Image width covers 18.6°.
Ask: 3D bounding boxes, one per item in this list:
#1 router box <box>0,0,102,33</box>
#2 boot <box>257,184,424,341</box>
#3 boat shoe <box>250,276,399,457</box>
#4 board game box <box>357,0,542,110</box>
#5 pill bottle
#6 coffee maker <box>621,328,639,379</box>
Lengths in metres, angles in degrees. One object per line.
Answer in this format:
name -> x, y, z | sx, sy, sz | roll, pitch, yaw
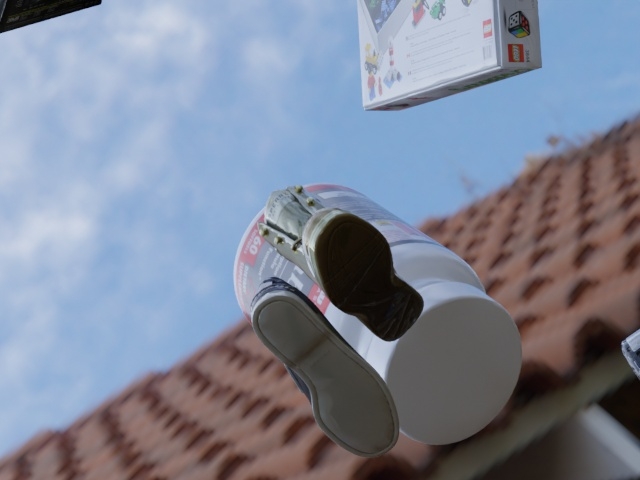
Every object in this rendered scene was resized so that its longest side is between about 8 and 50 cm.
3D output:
router box -> -0.229, -0.232, 1.648 | 0.122, 0.038, 0.092 | -24, -28, -43
boot -> 0.000, 0.000, 1.841 | 0.077, 0.165, 0.213 | -46, -34, -3
boat shoe -> 0.006, 0.114, 1.806 | 0.075, 0.065, 0.206 | -34, -65, 9
board game box -> 0.124, -0.247, 1.997 | 0.053, 0.193, 0.305 | -1, -3, -24
pill bottle -> 0.063, 0.080, 2.199 | 0.210, 0.363, 0.210 | -9, -68, -24
coffee maker -> 0.317, 0.073, 1.348 | 0.178, 0.171, 0.120 | -45, -69, 9
